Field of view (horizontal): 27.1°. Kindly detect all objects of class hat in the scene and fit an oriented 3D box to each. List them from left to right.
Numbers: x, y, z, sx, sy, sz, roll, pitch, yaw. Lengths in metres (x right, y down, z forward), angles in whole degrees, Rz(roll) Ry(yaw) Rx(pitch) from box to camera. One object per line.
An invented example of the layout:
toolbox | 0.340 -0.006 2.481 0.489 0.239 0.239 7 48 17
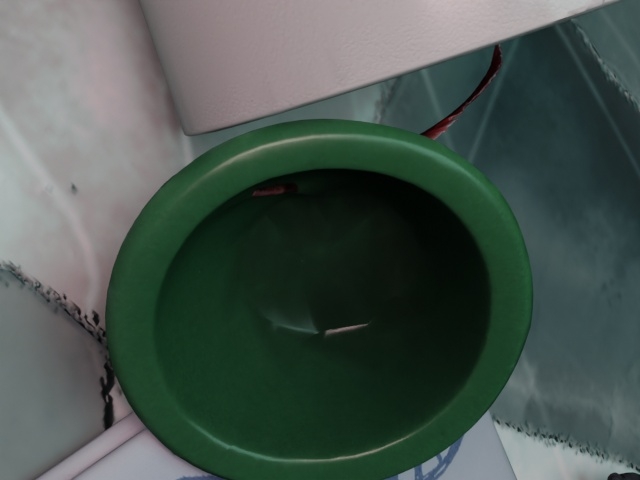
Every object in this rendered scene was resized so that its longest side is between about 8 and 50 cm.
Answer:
hat | 0.000 0.000 0.640 0.208 0.183 0.173 3 112 -12

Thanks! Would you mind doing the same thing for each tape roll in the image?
tape roll | 0.028 -0.161 0.589 0.246 0.246 0.169 -25 101 -41

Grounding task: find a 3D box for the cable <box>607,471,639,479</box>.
cable | 0.218 0.226 0.806 0.184 0.047 0.151 34 51 -46

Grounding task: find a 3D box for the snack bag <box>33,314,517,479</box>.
snack bag | 0.011 0.210 0.654 0.323 0.037 0.343 -35 107 -39
